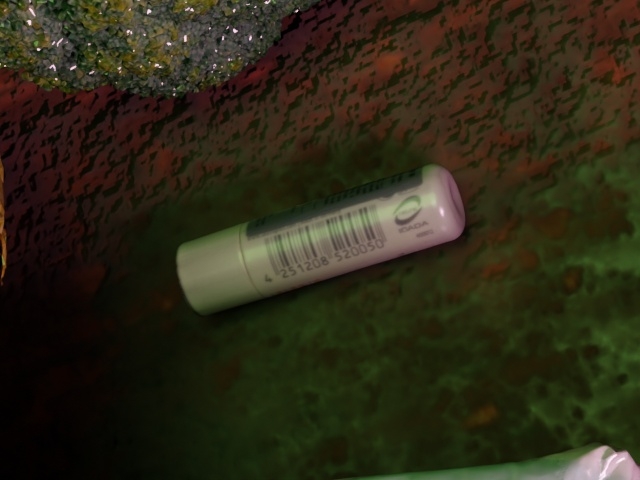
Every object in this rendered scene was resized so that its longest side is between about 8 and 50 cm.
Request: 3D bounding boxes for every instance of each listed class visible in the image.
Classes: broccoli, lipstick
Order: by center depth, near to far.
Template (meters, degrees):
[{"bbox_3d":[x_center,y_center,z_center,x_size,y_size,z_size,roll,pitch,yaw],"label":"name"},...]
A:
[{"bbox_3d":[0.000,0.000,0.829,0.141,0.040,0.040,-18,71,16],"label":"lipstick"},{"bbox_3d":[-0.095,-0.200,0.832,0.241,0.261,0.269,53,139,46],"label":"broccoli"}]

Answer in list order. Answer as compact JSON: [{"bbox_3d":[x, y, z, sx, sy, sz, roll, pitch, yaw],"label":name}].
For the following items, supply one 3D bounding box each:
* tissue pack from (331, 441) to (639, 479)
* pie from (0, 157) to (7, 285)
[{"bbox_3d":[0.020,0.268,0.669,0.266,0.194,0.356,-8,74,18],"label":"tissue pack"},{"bbox_3d":[-0.202,0.064,0.779,0.078,0.296,0.371,4,76,-20],"label":"pie"}]
